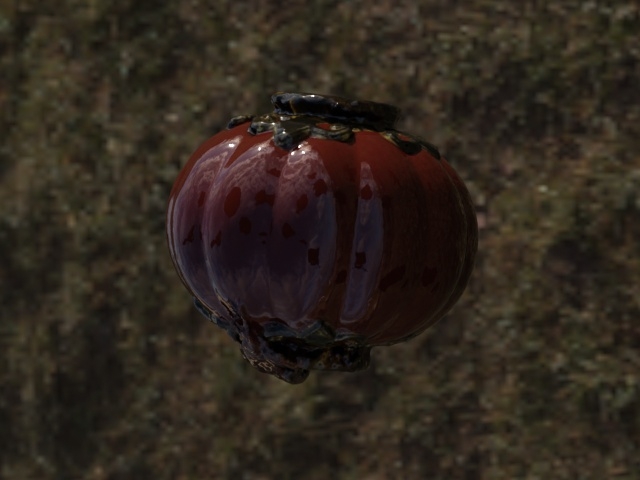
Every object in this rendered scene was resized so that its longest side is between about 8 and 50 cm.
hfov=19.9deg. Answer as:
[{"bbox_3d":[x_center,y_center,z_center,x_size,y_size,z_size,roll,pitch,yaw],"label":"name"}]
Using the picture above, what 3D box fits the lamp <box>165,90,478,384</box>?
[{"bbox_3d":[0.000,0.000,1.306,0.227,0.227,0.227,2,93,59],"label":"lamp"}]
